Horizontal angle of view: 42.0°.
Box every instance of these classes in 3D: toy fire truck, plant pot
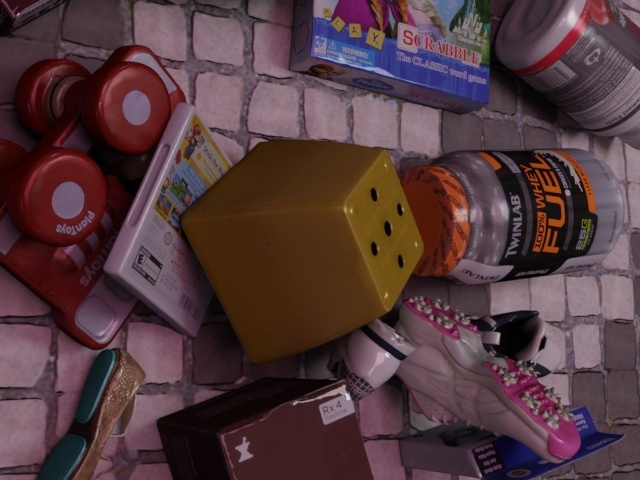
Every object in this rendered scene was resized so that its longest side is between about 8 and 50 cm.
[{"bbox_3d":[-0.248,-0.058,0.954,0.302,0.169,0.254,-58,137,-24],"label":"toy fire truck"},{"bbox_3d":[0.000,0.000,0.993,0.212,0.187,0.212,-52,126,-50],"label":"plant pot"}]

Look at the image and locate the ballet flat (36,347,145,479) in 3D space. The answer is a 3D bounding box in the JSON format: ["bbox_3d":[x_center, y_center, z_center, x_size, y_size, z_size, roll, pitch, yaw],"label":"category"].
[{"bbox_3d":[-0.256,0.225,0.947,0.067,0.073,0.206,37,70,-36],"label":"ballet flat"}]

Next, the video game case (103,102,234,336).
[{"bbox_3d":[-0.156,-0.015,0.975,0.227,0.026,0.206,60,46,-63],"label":"video game case"}]

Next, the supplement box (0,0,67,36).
[{"bbox_3d":[-0.381,-0.372,0.951,0.130,0.073,0.239,-41,103,-28],"label":"supplement box"}]

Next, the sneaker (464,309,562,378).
[{"bbox_3d":[0.303,0.159,1.229,0.235,0.153,0.094,21,74,-26],"label":"sneaker"}]

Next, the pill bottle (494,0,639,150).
[{"bbox_3d":[0.456,-0.282,1.365,0.318,0.176,0.176,31,69,-23],"label":"pill bottle"}]

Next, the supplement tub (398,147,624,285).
[{"bbox_3d":[0.268,-0.037,1.212,0.316,0.193,0.194,-6,86,-30],"label":"supplement tub"}]

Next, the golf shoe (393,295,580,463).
[{"bbox_3d":[0.202,0.203,1.101,0.115,0.306,0.140,10,114,-46],"label":"golf shoe"}]

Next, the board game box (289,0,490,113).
[{"bbox_3d":[0.115,-0.377,1.244,0.318,0.066,0.318,8,79,-29],"label":"board game box"}]

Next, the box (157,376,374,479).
[{"bbox_3d":[-0.064,0.264,0.972,0.168,0.203,0.167,-16,91,-30],"label":"box"}]

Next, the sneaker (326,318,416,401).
[{"bbox_3d":[0.043,0.133,1.052,0.090,0.235,0.095,34,89,-6],"label":"sneaker"}]

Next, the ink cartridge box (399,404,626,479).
[{"bbox_3d":[0.259,0.272,1.147,0.223,0.224,0.045,-11,89,-31],"label":"ink cartridge box"}]
